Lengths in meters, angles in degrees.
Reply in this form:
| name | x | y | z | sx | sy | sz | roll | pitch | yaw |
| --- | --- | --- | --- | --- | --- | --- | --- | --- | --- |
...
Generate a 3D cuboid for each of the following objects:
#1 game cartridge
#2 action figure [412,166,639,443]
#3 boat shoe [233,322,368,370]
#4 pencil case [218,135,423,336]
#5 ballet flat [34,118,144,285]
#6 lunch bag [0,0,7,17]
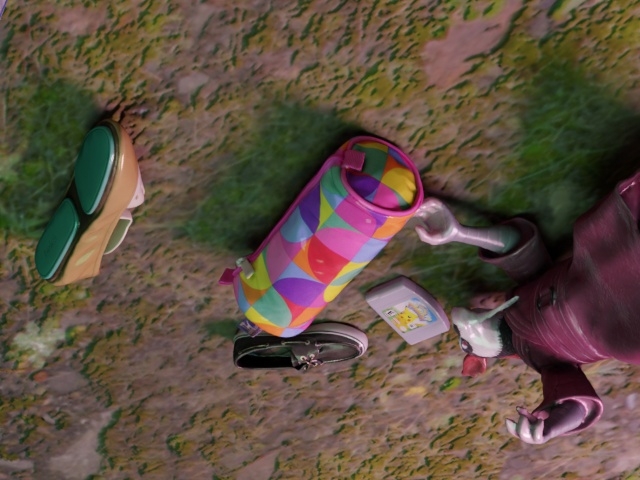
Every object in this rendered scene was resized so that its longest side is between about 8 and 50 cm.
| name | x | y | z | sx | sy | sz | roll | pitch | yaw |
| --- | --- | --- | --- | --- | --- | --- | --- | --- | --- |
| game cartridge | 0.091 | 0.071 | 2.014 | 0.056 | 0.017 | 0.083 | -27 | 126 | 29 |
| action figure | 0.257 | 0.047 | 1.870 | 0.276 | 0.248 | 0.370 | -11 | 173 | -34 |
| boat shoe | -0.022 | 0.115 | 2.064 | 0.142 | 0.040 | 0.049 | -1 | 136 | 13 |
| pencil case | 0.000 | 0.000 | 1.898 | 0.104 | 0.104 | 0.236 | 27 | 133 | -17 |
| ballet flat | -0.211 | -0.039 | 1.929 | 0.073 | 0.080 | 0.232 | -1 | 147 | -30 |
| lunch bag | -0.303 | -0.232 | 1.619 | 0.090 | 0.219 | 0.176 | 6 | 138 | 6 |
